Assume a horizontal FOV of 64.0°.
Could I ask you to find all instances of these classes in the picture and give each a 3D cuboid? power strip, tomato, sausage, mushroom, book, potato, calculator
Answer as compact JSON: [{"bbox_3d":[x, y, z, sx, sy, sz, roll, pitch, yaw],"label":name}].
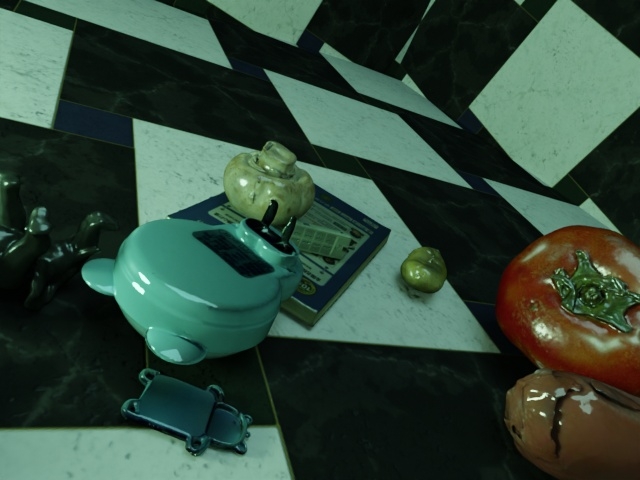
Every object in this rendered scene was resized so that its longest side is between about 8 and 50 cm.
[{"bbox_3d":[0.000,0.000,0.887,0.136,0.051,0.019,15,23,-21],"label":"power strip"},{"bbox_3d":[0.489,0.133,0.915,0.325,0.293,0.290,42,0,38],"label":"tomato"},{"bbox_3d":[0.396,0.278,0.728,0.279,0.152,0.152,24,28,-5],"label":"sausage"},{"bbox_3d":[-0.089,-0.101,0.907,0.166,0.127,0.166,14,34,-10],"label":"mushroom"},{"bbox_3d":[-0.049,-0.020,0.978,0.300,0.039,0.428,32,28,11],"label":"book"},{"bbox_3d":[0.206,0.062,1.022,0.091,0.070,0.138,33,30,10],"label":"potato"},{"bbox_3d":[-0.141,0.190,0.564,0.141,0.019,0.094,24,28,-7],"label":"calculator"}]

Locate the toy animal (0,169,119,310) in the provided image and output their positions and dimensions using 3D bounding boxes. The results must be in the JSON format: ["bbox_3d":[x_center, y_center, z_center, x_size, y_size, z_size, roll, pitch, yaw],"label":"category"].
[{"bbox_3d":[-0.359,-0.002,0.574,0.244,0.146,0.115,8,39,-29],"label":"toy animal"}]

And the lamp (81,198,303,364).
[{"bbox_3d":[-0.136,0.049,0.665,0.209,0.147,0.284,38,44,20],"label":"lamp"}]
